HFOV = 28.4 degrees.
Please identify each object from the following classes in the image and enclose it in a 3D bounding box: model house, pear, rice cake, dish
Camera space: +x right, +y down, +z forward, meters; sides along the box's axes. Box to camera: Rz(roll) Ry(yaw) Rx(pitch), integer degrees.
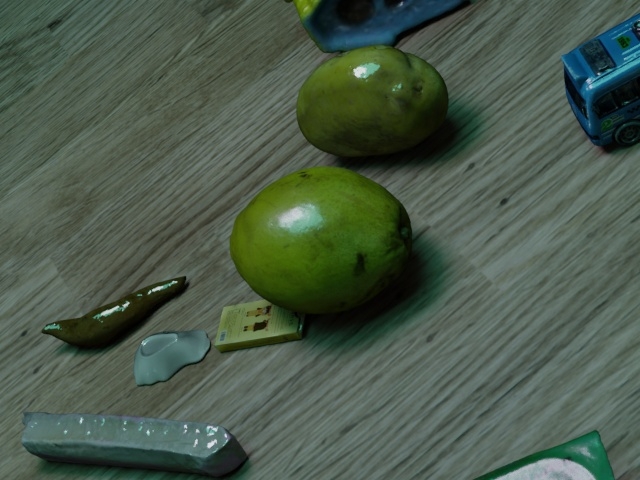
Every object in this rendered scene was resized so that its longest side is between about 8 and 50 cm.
[{"bbox_3d":[0.069,-0.463,2.131,0.303,0.215,0.237,-31,42,15],"label":"model house"},{"bbox_3d":[0.000,0.000,1.762,0.269,0.212,0.212,-7,50,30],"label":"pear"},{"bbox_3d":[-0.277,0.290,1.799,0.399,0.070,0.064,-2,54,34],"label":"rice cake"},{"bbox_3d":[-0.233,0.163,1.902,0.137,0.039,0.091,-18,45,23],"label":"dish"}]

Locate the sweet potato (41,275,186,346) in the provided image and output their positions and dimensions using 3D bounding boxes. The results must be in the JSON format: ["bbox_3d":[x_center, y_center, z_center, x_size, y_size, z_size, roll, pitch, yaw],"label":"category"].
[{"bbox_3d":[-0.322,0.120,1.992,0.249,0.059,0.069,-24,31,9],"label":"sweet potato"}]

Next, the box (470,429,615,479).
[{"bbox_3d":[0.236,0.396,1.322,0.264,0.106,0.337,-27,43,13],"label":"box"}]

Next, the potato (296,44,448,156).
[{"bbox_3d":[0.078,-0.210,1.909,0.148,0.197,0.228,-61,13,-29],"label":"potato"}]

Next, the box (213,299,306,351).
[{"bbox_3d":[-0.084,0.120,1.852,0.149,0.020,0.073,-11,47,27],"label":"box"}]

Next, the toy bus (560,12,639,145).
[{"bbox_3d":[0.452,-0.241,1.715,0.246,0.134,0.113,-27,43,10],"label":"toy bus"}]
